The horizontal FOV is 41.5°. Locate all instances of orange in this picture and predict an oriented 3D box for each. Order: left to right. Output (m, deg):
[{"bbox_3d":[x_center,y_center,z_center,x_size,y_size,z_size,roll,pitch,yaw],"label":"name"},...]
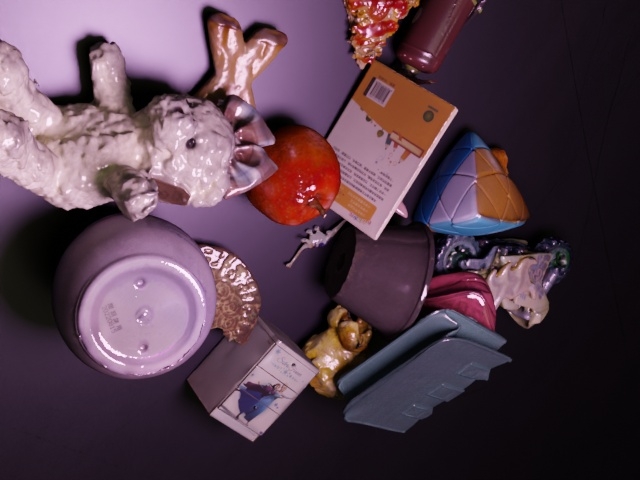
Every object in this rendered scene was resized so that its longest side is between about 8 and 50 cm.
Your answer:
[{"bbox_3d":[0.393,-0.168,1.929,0.086,0.062,0.086,16,72,-63],"label":"orange"}]

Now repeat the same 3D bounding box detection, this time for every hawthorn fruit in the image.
[{"bbox_3d":[-0.041,-0.106,1.579,0.197,0.225,0.196,-15,128,-20],"label":"hawthorn fruit"}]

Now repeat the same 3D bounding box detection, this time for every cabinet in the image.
[{"bbox_3d":[-0.142,0.283,1.768,0.206,0.150,0.145,-48,130,-1],"label":"cabinet"}]

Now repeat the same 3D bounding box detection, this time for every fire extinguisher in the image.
[{"bbox_3d":[0.247,-0.434,1.650,0.105,0.141,0.341,22,98,-43],"label":"fire extinguisher"}]

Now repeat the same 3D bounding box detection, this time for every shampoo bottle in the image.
[{"bbox_3d":[-0.322,0.088,1.459,0.273,0.266,0.273,-5,105,-18],"label":"shampoo bottle"}]

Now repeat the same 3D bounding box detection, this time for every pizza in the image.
[{"bbox_3d":[0.106,-0.420,1.616,0.188,0.062,0.199,-5,118,-28],"label":"pizza"}]

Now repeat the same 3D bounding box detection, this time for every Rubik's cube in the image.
[{"bbox_3d":[0.302,-0.065,1.821,0.254,0.254,0.254,-15,121,-26],"label":"Rubik's cube"}]

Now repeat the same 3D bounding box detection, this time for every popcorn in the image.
[{"bbox_3d":[0.051,0.256,1.865,0.168,0.173,0.195,37,106,0],"label":"popcorn"}]

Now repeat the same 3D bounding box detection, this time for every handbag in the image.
[{"bbox_3d":[0.212,0.281,1.774,0.238,0.089,0.326,26,124,-39],"label":"handbag"},{"bbox_3d":[0.272,0.161,1.863,0.225,0.135,0.146,-14,110,13],"label":"handbag"}]

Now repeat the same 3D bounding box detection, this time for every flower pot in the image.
[{"bbox_3d":[0.111,0.066,1.783,0.166,0.269,0.269,18,105,-14],"label":"flower pot"}]

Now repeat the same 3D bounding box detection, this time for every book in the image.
[{"bbox_3d":[0.107,-0.178,1.646,0.295,0.208,0.020,-58,154,11],"label":"book"}]

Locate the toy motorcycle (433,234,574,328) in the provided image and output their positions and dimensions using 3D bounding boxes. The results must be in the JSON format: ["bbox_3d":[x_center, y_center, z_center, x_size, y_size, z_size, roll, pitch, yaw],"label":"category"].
[{"bbox_3d":[0.429,0.095,2.029,0.410,0.169,0.237,4,105,-27],"label":"toy motorcycle"}]

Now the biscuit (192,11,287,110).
[{"bbox_3d":[-0.157,-0.293,1.521,0.164,0.047,0.208,10,110,-32],"label":"biscuit"}]

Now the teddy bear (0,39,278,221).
[{"bbox_3d":[-0.288,-0.186,1.325,0.362,0.327,0.375,-14,152,7],"label":"teddy bear"}]

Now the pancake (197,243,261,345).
[{"bbox_3d":[-0.260,0.138,1.662,0.286,0.033,0.288,33,94,-29],"label":"pancake"}]

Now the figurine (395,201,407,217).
[{"bbox_3d":[0.109,-0.101,1.737,0.125,0.138,0.125,-16,127,-23],"label":"figurine"}]

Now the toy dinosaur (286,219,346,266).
[{"bbox_3d":[-0.003,-0.008,1.779,0.180,0.037,0.058,-29,150,-8],"label":"toy dinosaur"}]
